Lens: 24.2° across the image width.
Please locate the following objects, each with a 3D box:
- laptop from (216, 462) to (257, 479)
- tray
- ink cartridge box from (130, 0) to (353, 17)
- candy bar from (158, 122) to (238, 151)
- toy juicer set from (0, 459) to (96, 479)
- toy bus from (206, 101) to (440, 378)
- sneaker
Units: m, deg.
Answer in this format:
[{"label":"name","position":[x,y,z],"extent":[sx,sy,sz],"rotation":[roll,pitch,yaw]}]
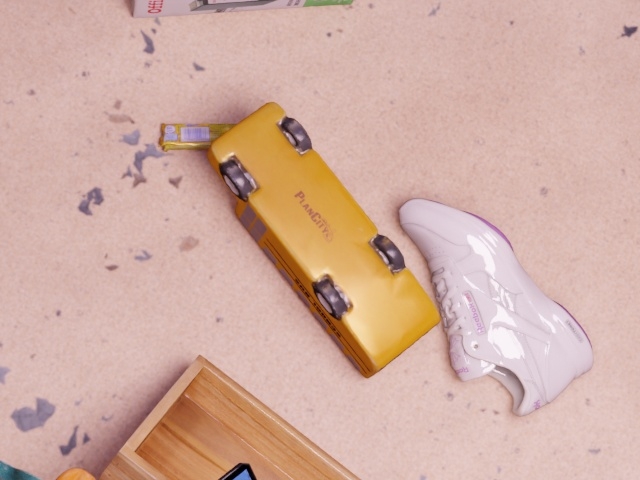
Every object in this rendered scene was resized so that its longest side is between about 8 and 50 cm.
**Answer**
[{"label":"laptop","position":[-0.094,0.397,1.493],"extent":[0.234,0.136,0.264],"rotation":[-37,88,-16]},{"label":"tray","position":[-0.034,0.326,1.689],"extent":[0.411,0.076,0.203],"rotation":[37,36,1]},{"label":"ink cartridge box","position":[-0.092,-0.364,1.812],"extent":[0.289,0.211,0.121],"rotation":[-6,80,-9]},{"label":"candy bar","position":[-0.121,-0.129,1.854],"extent":[0.161,0.018,0.040],"rotation":[-1,75,-9]},{"label":"toy juicer set","position":[-0.257,0.304,1.622],"extent":[0.329,0.209,0.089],"rotation":[16,69,36]},{"label":"toy bus","position":[0.000,0.000,1.788],"extent":[0.108,0.130,0.333],"rotation":[-37,86,-14]},{"label":"sneaker","position":[0.191,0.079,1.810],"extent":[0.152,0.114,0.305],"rotation":[-42,87,-16]}]
